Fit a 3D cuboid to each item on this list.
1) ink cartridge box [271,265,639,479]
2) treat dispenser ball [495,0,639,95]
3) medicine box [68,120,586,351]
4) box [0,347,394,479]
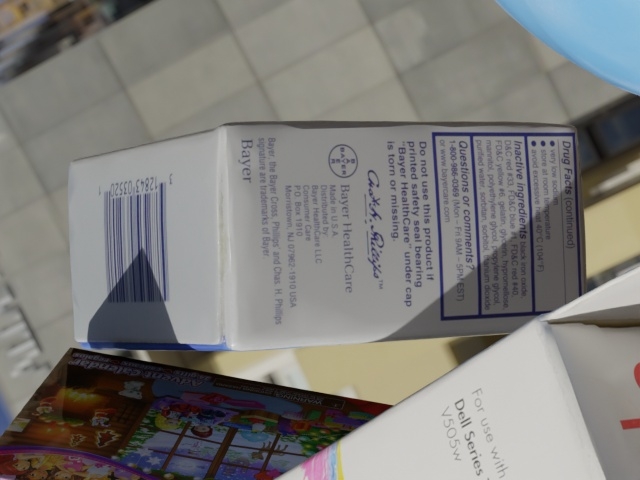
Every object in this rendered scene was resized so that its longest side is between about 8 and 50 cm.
[{"bbox_3d":[0.108,0.120,0.732,0.207,0.353,0.119,0,-116,-40],"label":"ink cartridge box"},{"bbox_3d":[0.166,-0.186,0.625,0.288,0.288,0.288,54,-160,-29],"label":"treat dispenser ball"},{"bbox_3d":[0.000,0.000,1.295,0.289,0.263,0.149,-1,-92,-29],"label":"medicine box"},{"bbox_3d":[-0.060,0.157,1.191,0.201,0.293,0.057,-63,-19,-67],"label":"box"}]
